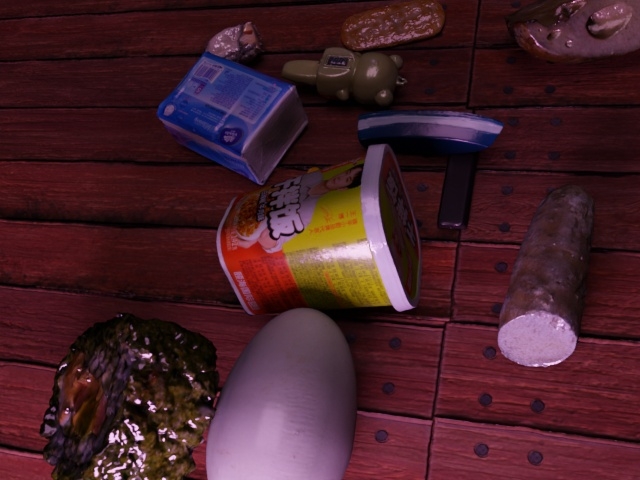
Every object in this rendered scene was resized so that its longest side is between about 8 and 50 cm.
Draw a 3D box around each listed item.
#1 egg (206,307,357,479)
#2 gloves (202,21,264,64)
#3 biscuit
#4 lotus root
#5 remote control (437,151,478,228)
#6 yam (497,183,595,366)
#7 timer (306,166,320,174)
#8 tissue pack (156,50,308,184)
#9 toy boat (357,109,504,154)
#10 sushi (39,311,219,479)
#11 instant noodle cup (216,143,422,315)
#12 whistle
[{"bbox_3d":[-0.054,0.282,1.109,0.230,0.230,0.371,5,59,19],"label":"egg"},{"bbox_3d":[-0.214,-0.459,1.674,0.153,0.070,0.114,-17,66,14],"label":"gloves"},{"bbox_3d":[0.167,-0.503,1.612,0.247,0.029,0.118,-9,60,11],"label":"biscuit"},{"bbox_3d":[0.549,-0.445,1.417,0.314,0.142,0.210,-15,21,13],"label":"lotus root"},{"bbox_3d":[0.275,-0.130,1.371,0.063,0.025,0.245,2,61,22],"label":"remote control"},{"bbox_3d":[0.399,0.046,1.179,0.133,0.133,0.330,13,62,22],"label":"yam"},{"bbox_3d":[0.024,-0.103,1.377,0.107,0.109,0.107,-38,17,14],"label":"timer"},{"bbox_3d":[-0.191,-0.272,1.513,0.263,0.146,0.198,28,73,27],"label":"tissue pack"},{"bbox_3d":[0.216,-0.215,1.386,0.299,0.096,0.062,5,71,28],"label":"toy boat"},{"bbox_3d":[-0.318,0.282,1.135,0.352,0.178,0.294,-18,56,51],"label":"sushi"},{"bbox_3d":[0.000,0.000,1.240,0.307,0.294,0.294,-11,58,19],"label":"instant noodle cup"},{"bbox_3d":[0.052,-0.360,1.518,0.288,0.106,0.131,9,66,19],"label":"whistle"}]
